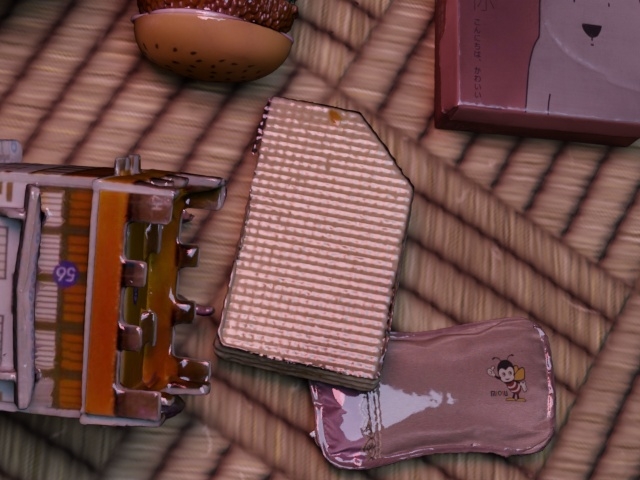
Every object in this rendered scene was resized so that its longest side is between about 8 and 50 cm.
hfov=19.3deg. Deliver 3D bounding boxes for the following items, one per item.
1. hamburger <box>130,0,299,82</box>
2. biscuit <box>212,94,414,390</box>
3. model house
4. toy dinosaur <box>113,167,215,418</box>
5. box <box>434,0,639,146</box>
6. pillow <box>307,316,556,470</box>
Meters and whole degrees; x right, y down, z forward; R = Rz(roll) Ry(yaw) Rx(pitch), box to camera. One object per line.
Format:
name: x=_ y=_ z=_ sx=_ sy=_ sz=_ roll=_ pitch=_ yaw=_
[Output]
hamburger: x=-0.093 y=-0.208 z=1.645 sx=0.175 sy=0.175 sz=0.137 roll=8 pitch=87 yaw=-13
biscuit: x=0.000 y=0.000 z=1.652 sx=0.150 sy=0.052 sz=0.252 roll=10 pitch=68 yaw=0
model house: x=-0.201 y=0.039 z=1.477 sx=0.215 sy=0.198 sz=0.224 roll=5 pitch=96 yaw=11
toy dinosaur: x=-0.199 y=0.031 z=1.596 sx=0.251 sy=0.072 sz=0.200 roll=28 pitch=81 yaw=-17
box: x=0.210 y=-0.201 z=1.757 sx=0.215 sy=0.086 sz=0.215 roll=4 pitch=74 yaw=-14
pillow: x=0.100 y=0.134 z=1.662 sx=0.232 sy=0.038 sz=0.131 roll=-2 pitch=73 yaw=-15
